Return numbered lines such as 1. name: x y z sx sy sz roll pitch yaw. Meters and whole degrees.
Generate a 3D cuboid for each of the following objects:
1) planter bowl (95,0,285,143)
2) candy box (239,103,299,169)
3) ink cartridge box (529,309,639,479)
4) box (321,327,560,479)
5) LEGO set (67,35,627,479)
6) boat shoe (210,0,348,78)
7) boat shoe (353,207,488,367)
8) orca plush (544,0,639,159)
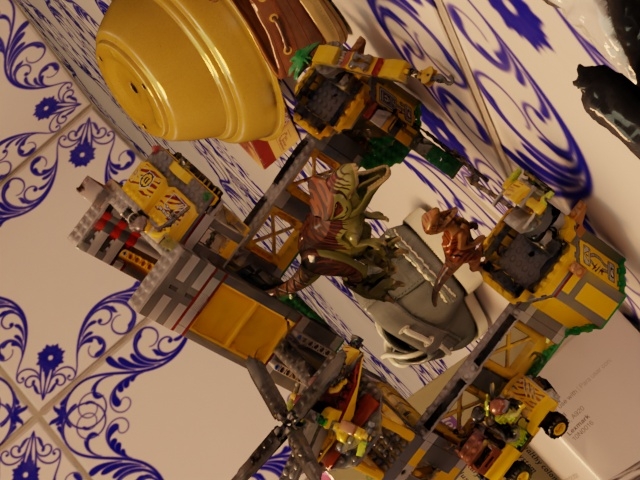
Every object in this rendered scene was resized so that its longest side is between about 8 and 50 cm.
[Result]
1. planter bowl: -0.134 -0.154 1.687 0.217 0.090 0.217 45 160 21
2. candy box: -0.105 -0.162 1.857 0.187 0.053 0.109 48 175 18
3. ink cartridge box: 0.225 0.156 1.279 0.219 0.092 0.160 48 174 8
4. box: 0.137 0.205 1.410 0.213 0.243 0.117 46 146 17
5. LEGO set: 0.000 0.000 1.157 0.192 0.255 0.331 31 -164 -44
6. boat shoe: -0.055 -0.185 1.291 0.178 0.060 0.064 50 174 -18
7. boat shoe: 0.077 0.055 1.688 0.116 0.099 0.319 47 174 11
8. orca plush: 0.121 -0.108 0.550 0.151 0.102 0.287 -6 -130 -38
